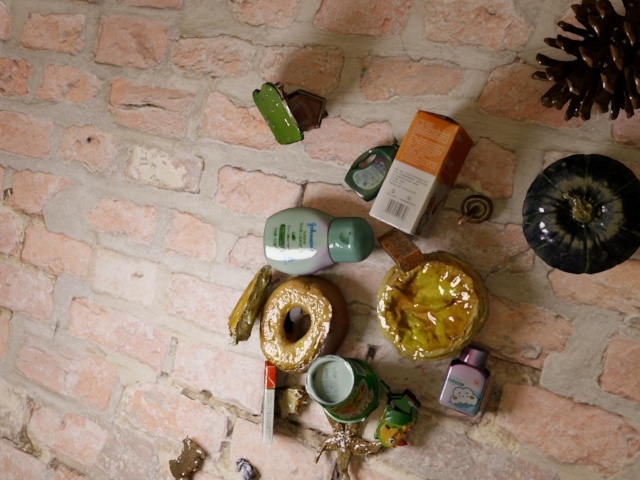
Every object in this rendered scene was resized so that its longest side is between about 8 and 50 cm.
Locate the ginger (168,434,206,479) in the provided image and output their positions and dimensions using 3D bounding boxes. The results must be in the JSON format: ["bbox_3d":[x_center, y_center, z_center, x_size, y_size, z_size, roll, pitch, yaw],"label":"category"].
[{"bbox_3d":[-0.497,0.826,2.121,0.122,0.084,0.290,29,98,14],"label":"ginger"}]

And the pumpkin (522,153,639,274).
[{"bbox_3d":[0.698,-0.068,1.617,0.323,0.241,0.323,0,91,18],"label":"pumpkin"}]

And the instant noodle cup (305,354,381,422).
[{"bbox_3d":[0.062,0.432,1.819,0.207,0.233,0.207,-6,68,15],"label":"instant noodle cup"}]

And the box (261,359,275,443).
[{"bbox_3d":[-0.169,0.521,1.985,0.035,0.139,0.245,3,86,-7],"label":"box"}]

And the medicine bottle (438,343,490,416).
[{"bbox_3d":[0.426,0.401,1.773,0.119,0.094,0.188,18,94,20],"label":"medicine bottle"}]

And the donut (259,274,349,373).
[{"bbox_3d":[-0.056,0.267,1.949,0.299,0.150,0.317,-10,83,19],"label":"donut"}]

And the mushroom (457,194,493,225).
[{"bbox_3d":[0.446,-0.083,1.806,0.129,0.073,0.088,-33,89,-18],"label":"mushroom"}]

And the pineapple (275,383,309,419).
[{"bbox_3d":[-0.101,0.518,1.992,0.116,0.069,0.137,36,101,19],"label":"pineapple"}]

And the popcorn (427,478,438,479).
[{"bbox_3d":[0.371,0.819,1.735,0.286,0.174,0.225,14,107,12],"label":"popcorn"}]

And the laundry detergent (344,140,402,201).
[{"bbox_3d":[0.178,-0.236,1.934,0.211,0.063,0.137,-49,65,12],"label":"laundry detergent"}]

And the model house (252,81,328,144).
[{"bbox_3d":[-0.086,-0.434,1.957,0.154,0.294,0.207,-33,105,-12],"label":"model house"}]

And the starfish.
[{"bbox_3d":[0.079,0.628,1.915,0.235,0.062,0.277,-22,71,20],"label":"starfish"}]

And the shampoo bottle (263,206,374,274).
[{"bbox_3d":[0.000,0.000,1.943,0.349,0.151,0.222,-1,81,21],"label":"shampoo bottle"}]

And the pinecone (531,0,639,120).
[{"bbox_3d":[0.735,-0.478,1.596,0.384,0.384,0.385,-2,86,22],"label":"pinecone"}]

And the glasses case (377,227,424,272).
[{"bbox_3d":[0.237,0.026,1.815,0.075,0.218,0.049,-30,111,0],"label":"glasses case"}]

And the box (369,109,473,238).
[{"bbox_3d":[0.304,-0.190,1.793,0.143,0.225,0.341,28,97,22],"label":"box"}]

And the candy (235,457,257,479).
[{"bbox_3d":[-0.251,0.848,2.043,0.094,0.051,0.226,-8,82,32],"label":"candy"}]

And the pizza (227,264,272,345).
[{"bbox_3d":[-0.241,0.251,1.968,0.075,0.288,0.280,28,124,-12],"label":"pizza"}]

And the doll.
[{"bbox_3d":[0.223,0.529,1.837,0.134,0.106,0.186,14,92,7],"label":"doll"}]

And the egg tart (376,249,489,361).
[{"bbox_3d":[0.331,0.193,1.806,0.341,0.132,0.341,-3,83,22],"label":"egg tart"}]
